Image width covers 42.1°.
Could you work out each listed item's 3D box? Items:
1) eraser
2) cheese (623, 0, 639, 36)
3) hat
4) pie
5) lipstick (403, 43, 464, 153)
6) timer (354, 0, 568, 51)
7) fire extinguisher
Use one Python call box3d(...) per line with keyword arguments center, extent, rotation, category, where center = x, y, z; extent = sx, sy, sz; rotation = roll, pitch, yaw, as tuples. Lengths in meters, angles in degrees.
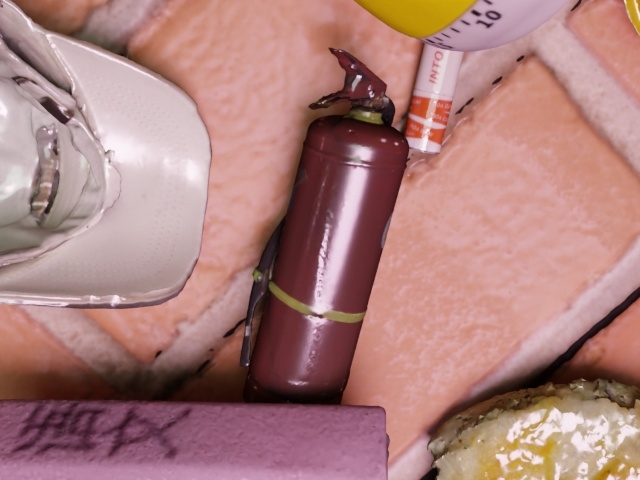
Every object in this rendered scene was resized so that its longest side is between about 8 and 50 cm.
box3d(center=(-0.119, 0.273, 0.762), extent=(0.359, 0.122, 0.272), rotation=(2, 121, 2), category="eraser")
box3d(center=(0.308, -0.257, 0.735), extent=(0.250, 0.064, 0.156), rotation=(26, 100, -21), category="cheese")
box3d(center=(-0.242, -0.058, 0.729), extent=(0.302, 0.168, 0.257), rotation=(12, 83, -31), category="hat")
box3d(center=(0.310, 0.331, 0.845), extent=(0.418, 0.180, 0.395), rotation=(4, 97, 7), category="pie")
box3d(center=(0.107, -0.147, 0.771), extent=(0.038, 0.038, 0.130), rotation=(10, 103, -7), category="lipstick")
box3d(center=(0.072, -0.296, 0.608), extent=(0.285, 0.285, 0.285), rotation=(-1, 104, -4), category="timer")
box3d(center=(0.000, 0.000, 0.754), extent=(0.105, 0.141, 0.341), rotation=(23, 108, 30), category="fire extinguisher")
